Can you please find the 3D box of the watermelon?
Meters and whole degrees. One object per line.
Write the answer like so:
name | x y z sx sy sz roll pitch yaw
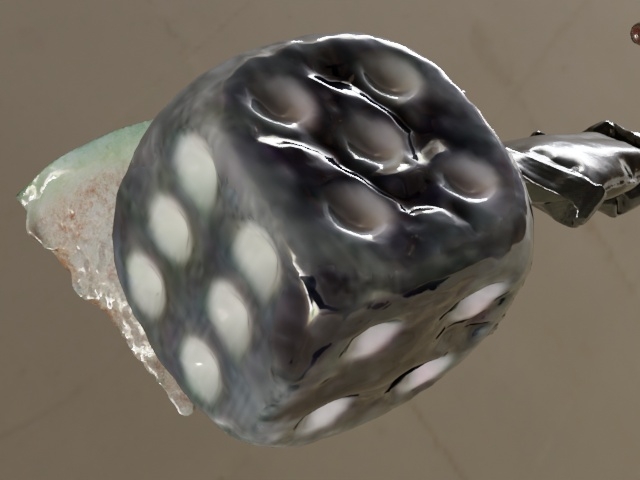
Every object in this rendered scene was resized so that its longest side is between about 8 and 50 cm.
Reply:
watermelon | -0.087 0.012 1.256 0.310 0.193 0.231 37 -169 -33

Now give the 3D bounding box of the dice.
dice | 0.000 0.000 0.858 0.183 0.182 0.181 -17 -120 -34

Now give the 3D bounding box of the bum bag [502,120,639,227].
bum bag | 0.241 -0.061 1.379 0.326 0.142 0.079 -10 -60 -52

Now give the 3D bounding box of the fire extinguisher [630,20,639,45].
fire extinguisher | 0.330 -0.208 1.410 0.100 0.046 0.032 -28 -111 -32
